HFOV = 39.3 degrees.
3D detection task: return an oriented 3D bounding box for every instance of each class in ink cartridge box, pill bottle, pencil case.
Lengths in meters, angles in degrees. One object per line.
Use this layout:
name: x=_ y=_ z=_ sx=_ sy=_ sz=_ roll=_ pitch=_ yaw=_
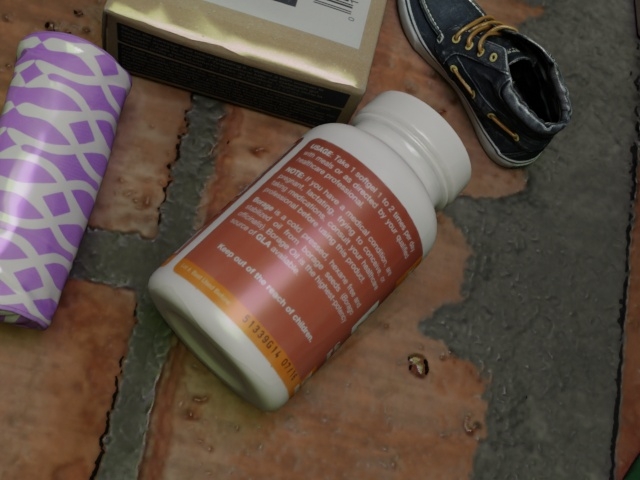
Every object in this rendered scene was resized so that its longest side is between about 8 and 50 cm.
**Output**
ink cartridge box: x=-0.040 y=-0.223 z=0.679 sx=0.193 sy=0.088 sz=0.235 roll=15 pitch=73 yaw=-8
pill bottle: x=0.000 y=0.000 z=0.607 sx=0.121 sy=0.121 sz=0.216 roll=45 pitch=72 yaw=3
pencil case: x=-0.195 y=-0.042 z=0.602 sx=0.088 sy=0.086 sz=0.206 roll=4 pitch=68 yaw=26

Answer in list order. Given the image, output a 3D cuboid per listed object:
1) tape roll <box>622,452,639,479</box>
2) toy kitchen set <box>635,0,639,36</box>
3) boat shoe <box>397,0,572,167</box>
tape roll: x=0.360 y=0.261 z=0.629 sx=0.321 sy=0.077 sz=0.321 roll=3 pitch=74 yaw=-10
toy kitchen set: x=0.345 y=-0.141 z=0.688 sx=0.122 sy=0.166 sz=0.207 roll=4 pitch=74 yaw=-10
boat shoe: x=0.129 y=-0.149 z=0.692 sx=0.065 sy=0.083 sz=0.183 roll=-29 pitch=82 yaw=-17
